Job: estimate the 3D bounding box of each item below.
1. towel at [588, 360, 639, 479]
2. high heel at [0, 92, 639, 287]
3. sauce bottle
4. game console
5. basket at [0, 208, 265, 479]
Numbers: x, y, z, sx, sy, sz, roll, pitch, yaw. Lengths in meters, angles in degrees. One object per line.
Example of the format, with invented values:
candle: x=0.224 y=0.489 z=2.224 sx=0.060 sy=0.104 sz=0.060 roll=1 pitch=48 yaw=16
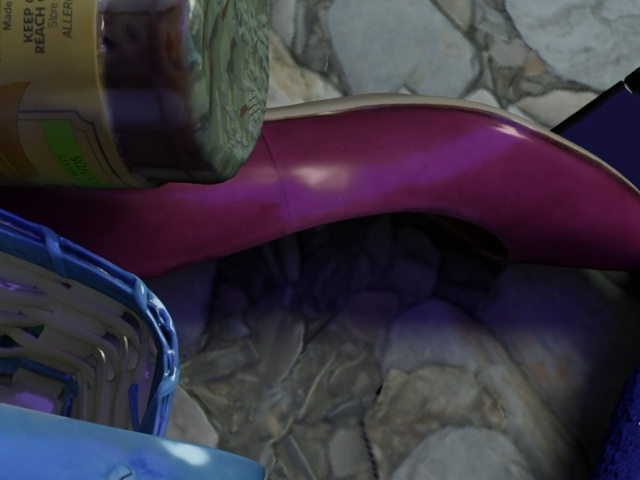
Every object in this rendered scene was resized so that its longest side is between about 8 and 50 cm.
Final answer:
towel: x=0.243 y=0.121 z=0.649 sx=0.228 sy=0.076 sz=0.308 roll=32 pitch=68 yaw=-16
high heel: x=0.000 y=0.000 z=0.630 sx=0.377 sy=0.127 sz=0.181 roll=19 pitch=88 yaw=-12
sauce bottle: x=-0.196 y=-0.076 z=0.504 sx=0.345 sy=0.111 sz=0.111 roll=1 pitch=68 yaw=15
game console: x=0.213 y=-0.043 z=0.752 sx=0.122 sy=0.071 sz=0.107 roll=55 pitch=35 yaw=4
basket: x=-0.175 y=0.069 z=0.425 sx=0.255 sy=0.289 sz=0.201 roll=18 pitch=76 yaw=-15
